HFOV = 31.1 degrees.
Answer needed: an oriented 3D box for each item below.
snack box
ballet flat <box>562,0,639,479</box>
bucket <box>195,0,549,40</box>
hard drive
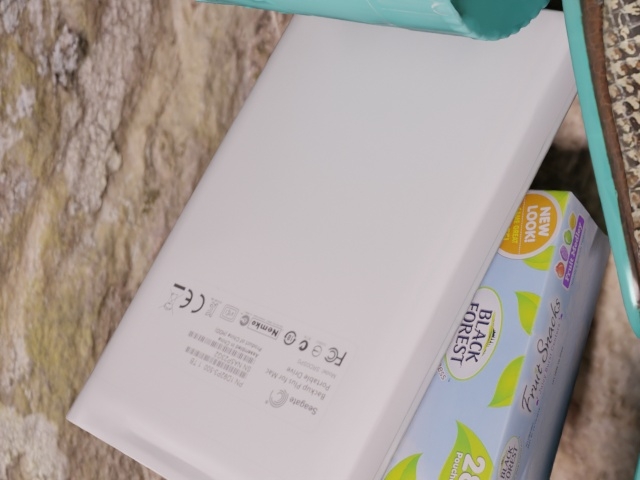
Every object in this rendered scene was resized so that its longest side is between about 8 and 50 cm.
[{"bbox_3d":[0.041,0.056,0.656,0.207,0.070,0.174,5,68,37],"label":"snack box"},{"bbox_3d":[0.206,0.062,0.525,0.182,0.164,0.482,-1,91,22],"label":"ballet flat"},{"bbox_3d":[0.027,-0.233,0.564,0.183,0.281,0.281,17,104,27],"label":"bucket"},{"bbox_3d":[0.000,0.000,0.643,0.203,0.040,0.307,18,75,42],"label":"hard drive"}]
